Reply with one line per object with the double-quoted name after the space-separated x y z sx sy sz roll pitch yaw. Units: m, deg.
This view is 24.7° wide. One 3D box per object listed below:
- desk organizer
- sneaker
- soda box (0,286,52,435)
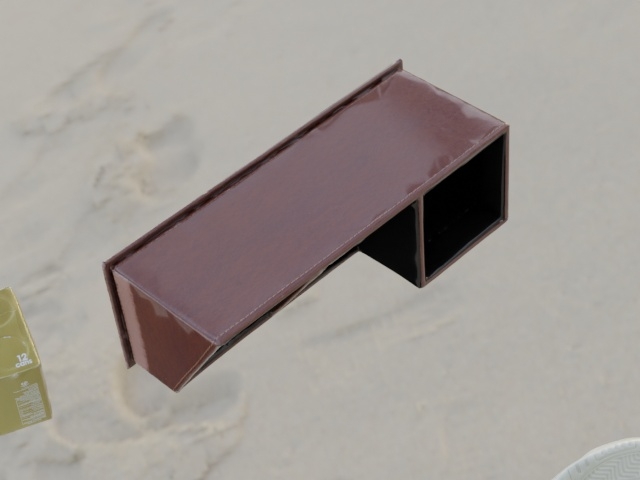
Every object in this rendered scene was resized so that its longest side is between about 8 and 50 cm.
0.000 0.000 0.460 0.050 0.047 0.130 32 55 33 "desk organizer"
0.143 0.166 0.877 0.152 0.058 0.084 -43 1 4 "sneaker"
-0.245 0.090 0.805 0.181 0.058 0.061 -18 54 -15 "soda box"
